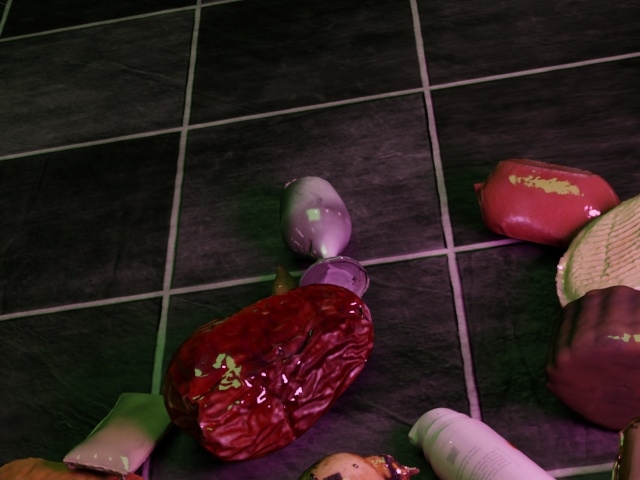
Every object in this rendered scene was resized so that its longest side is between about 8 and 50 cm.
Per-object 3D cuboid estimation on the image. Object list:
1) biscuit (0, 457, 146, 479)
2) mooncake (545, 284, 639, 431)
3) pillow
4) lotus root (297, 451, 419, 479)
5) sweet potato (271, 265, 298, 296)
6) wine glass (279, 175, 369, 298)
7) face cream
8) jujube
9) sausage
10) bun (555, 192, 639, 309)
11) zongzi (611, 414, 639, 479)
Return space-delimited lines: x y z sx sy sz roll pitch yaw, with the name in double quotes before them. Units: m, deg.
"biscuit" -0.382 0.457 1.738 0.385 0.062 0.365 11 44 26
"mooncake" 0.428 0.164 1.727 0.228 0.228 0.124 1 48 17
"pillow" -0.290 0.290 1.889 0.119 0.053 0.208 0 24 20
"lotus root" 0.013 0.372 1.655 0.140 0.154 0.257 25 57 30
"sweet potato" -0.051 0.113 2.056 0.065 0.051 0.218 -12 40 6
"wine glass" 0.000 0.000 2.121 0.126 0.126 0.241 -14 40 -1
"face cream" 0.227 0.313 1.651 0.102 0.102 0.345 -25 23 -13
"jujube" -0.073 0.186 1.870 0.342 0.216 0.216 -30 42 -27
"sausage" 0.379 -0.061 2.074 0.254 0.148 0.148 8 44 22
"bun" 0.480 0.058 1.864 0.259 0.152 0.259 -37 27 22
"zongzi" 0.485 0.411 1.459 0.356 0.174 0.393 7 53 33
